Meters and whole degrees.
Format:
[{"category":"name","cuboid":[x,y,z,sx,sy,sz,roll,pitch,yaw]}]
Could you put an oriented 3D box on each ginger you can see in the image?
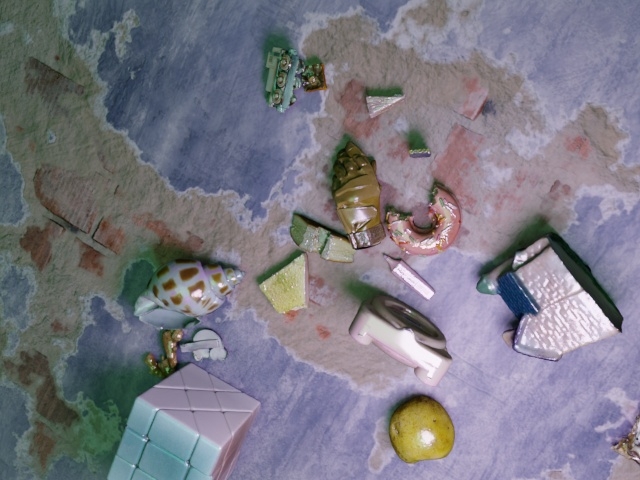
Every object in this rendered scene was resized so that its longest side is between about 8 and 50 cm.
[{"category":"ginger","cuboid":[-0.552,0.415,1.631,0.193,0.052,0.177,-22,89,22]}]

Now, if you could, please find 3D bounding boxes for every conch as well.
[{"category":"conch","cuboid":[-0.438,0.175,1.511,0.367,0.197,0.250,0,127,15]}]

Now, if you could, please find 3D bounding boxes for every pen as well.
[{"category":"pen","cuboid":[0.274,0.111,1.421,0.197,0.032,0.053,40,102,6]}]

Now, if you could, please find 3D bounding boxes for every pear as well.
[{"category":"pear","cuboid":[0.306,0.572,1.375,0.197,0.197,0.198,1,95,13]}]

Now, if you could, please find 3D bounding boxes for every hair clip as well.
[{"category":"hair clip","cuboid":[-0.407,0.371,1.595,0.171,0.049,0.116,-8,97,11]}]

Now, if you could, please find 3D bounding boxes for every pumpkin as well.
[{"category":"pumpkin","cuboid":[-0.021,-0.513,1.429,0.074,0.054,0.084,-6,97,19]}]

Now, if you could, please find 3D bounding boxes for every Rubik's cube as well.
[{"category":"Rubik's cube","cuboid":[-0.434,0.652,1.484,0.321,0.318,0.316,24,100,11]}]

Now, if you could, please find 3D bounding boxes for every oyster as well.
[{"category":"oyster","cuboid":[0.970,0.555,1.270,0.222,0.083,0.214,24,103,5]}]

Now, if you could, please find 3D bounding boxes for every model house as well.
[{"category":"model house","cuboid":[0.612,0.169,1.254,0.284,0.243,0.299,-40,72,28]}]

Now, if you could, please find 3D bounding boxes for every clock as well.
[{"category":"clock","cuboid":[0.235,0.264,1.299,0.283,0.309,0.114,29,99,9]}]

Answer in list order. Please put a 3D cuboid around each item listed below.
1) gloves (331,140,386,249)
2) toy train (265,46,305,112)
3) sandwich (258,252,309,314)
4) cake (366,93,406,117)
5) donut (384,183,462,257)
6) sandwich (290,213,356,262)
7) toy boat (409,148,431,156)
[{"category":"gloves","cuboid":[0.114,-0.141,1.382,0.154,0.141,0.332,-12,92,15]},{"category":"toy train","cuboid":[-0.123,-0.508,1.432,0.125,0.080,0.194,30,112,41]},{"category":"sandwich","cuboid":[-0.084,0.157,1.498,0.193,0.058,0.163,-37,88,12]},{"category":"cake","cuboid":[0.203,-0.416,1.386,0.121,0.052,0.065,-1,89,12]},{"category":"donut","cuboid":[0.320,-0.046,1.371,0.232,0.085,0.199,-30,88,15]},{"category":"sandwich","cuboid":[0.000,0.000,1.447,0.244,0.088,0.090,25,103,10]},{"category":"toy boat","cuboid":[0.297,-0.258,1.342,0.063,0.115,0.016,-1,95,13]}]
